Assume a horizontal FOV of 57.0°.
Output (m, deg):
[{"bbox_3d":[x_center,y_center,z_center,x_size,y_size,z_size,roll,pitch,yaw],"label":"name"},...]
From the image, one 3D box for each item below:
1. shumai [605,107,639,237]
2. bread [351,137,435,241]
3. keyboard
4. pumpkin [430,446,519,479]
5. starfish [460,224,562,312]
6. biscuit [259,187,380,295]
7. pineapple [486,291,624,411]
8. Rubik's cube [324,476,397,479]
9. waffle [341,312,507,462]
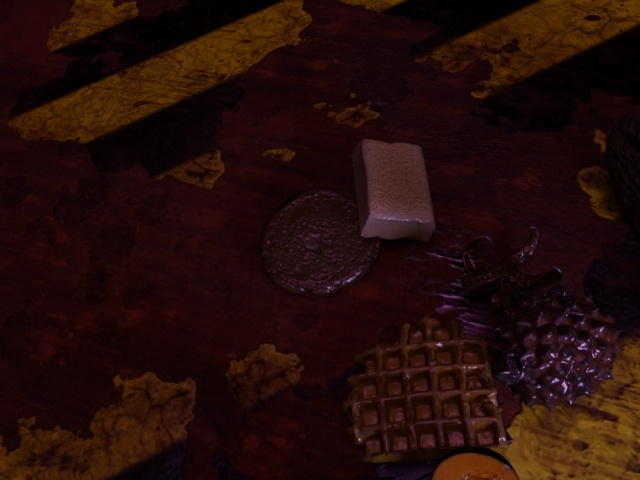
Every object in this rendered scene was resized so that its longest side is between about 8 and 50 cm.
[{"bbox_3d":[0.639,-0.100,0.885,0.283,0.217,0.346,-24,53,-4],"label":"shumai"},{"bbox_3d":[0.125,-0.088,1.032,0.125,0.068,0.188,5,54,-12],"label":"bread"},{"bbox_3d":[0.175,0.307,0.840,0.195,0.018,0.060,-25,52,-5],"label":"keyboard"},{"bbox_3d":[0.199,0.346,0.755,0.119,0.107,0.183,4,92,12],"label":"pumpkin"},{"bbox_3d":[0.292,0.053,0.913,0.146,0.074,0.190,-1,34,15],"label":"starfish"},{"bbox_3d":[0.000,0.000,1.040,0.226,0.042,0.226,-4,58,6],"label":"biscuit"},{"bbox_3d":[0.309,0.152,0.808,0.193,0.166,0.166,-17,54,-30],"label":"pineapple"},{"bbox_3d":[0.009,0.399,0.693,0.205,0.205,0.207,-8,60,9],"label":"Rubik's cube"},{"bbox_3d":[0.144,0.210,0.874,0.229,0.057,0.219,-6,53,10],"label":"waffle"}]
